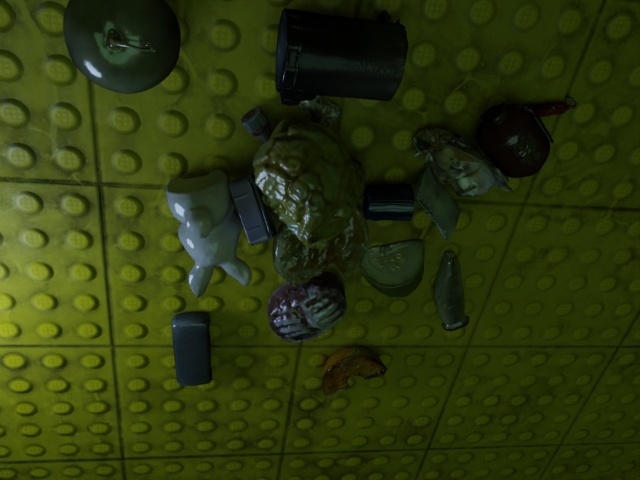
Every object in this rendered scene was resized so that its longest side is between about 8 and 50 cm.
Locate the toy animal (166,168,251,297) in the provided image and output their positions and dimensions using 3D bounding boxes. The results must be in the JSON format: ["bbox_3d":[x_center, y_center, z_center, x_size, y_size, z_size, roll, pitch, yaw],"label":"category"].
[{"bbox_3d":[-0.325,-0.012,1.766,0.196,0.241,0.367,-9,127,0],"label":"toy animal"}]

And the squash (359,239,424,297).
[{"bbox_3d":[0.245,0.109,2.091,0.237,0.155,0.203,-11,90,1],"label":"squash"}]

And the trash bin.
[{"bbox_3d":[0.048,-0.458,1.523,0.302,0.203,0.251,2,90,-12],"label":"trash bin"}]

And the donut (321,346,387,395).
[{"bbox_3d":[0.108,0.473,2.285,0.259,0.101,0.152,-21,126,7],"label":"donut"}]

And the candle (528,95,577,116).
[{"bbox_3d":[0.673,-0.391,1.779,0.162,0.048,0.053,-6,156,-3],"label":"candle"}]

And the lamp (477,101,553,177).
[{"bbox_3d":[0.567,-0.288,1.751,0.180,0.180,0.258,-39,122,18],"label":"lamp"}]

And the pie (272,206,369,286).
[{"bbox_3d":[0.000,0.000,1.890,0.338,0.075,0.337,-10,117,-20],"label":"pie"}]

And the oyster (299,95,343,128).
[{"bbox_3d":[-0.019,-0.379,1.675,0.106,0.061,0.200,-39,127,-2],"label":"oyster"}]

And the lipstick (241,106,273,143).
[{"bbox_3d":[-0.144,-0.285,1.711,0.063,0.057,0.186,-30,128,13],"label":"lipstick"}]

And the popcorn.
[{"bbox_3d":[-0.014,-0.165,1.653,0.292,0.293,0.334,-42,143,-4],"label":"popcorn"}]

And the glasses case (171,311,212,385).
[{"bbox_3d":[-0.454,0.389,2.146,0.131,0.074,0.323,0,126,-8],"label":"glasses case"}]

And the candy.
[{"bbox_3d":[-0.045,0.227,2.043,0.290,0.157,0.214,-33,120,15],"label":"candy"}]

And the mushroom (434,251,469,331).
[{"bbox_3d":[0.456,0.188,2.143,0.107,0.087,0.333,-19,123,-1],"label":"mushroom"}]

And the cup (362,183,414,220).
[{"bbox_3d":[0.204,-0.102,1.867,0.138,0.113,0.150,0,124,-7],"label":"cup"}]

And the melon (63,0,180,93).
[{"bbox_3d":[-0.444,-0.462,1.372,0.272,0.308,0.271,1,96,8],"label":"melon"}]

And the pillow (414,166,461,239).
[{"bbox_3d":[0.368,-0.114,1.889,0.051,0.128,0.229,-1,142,46],"label":"pillow"}]

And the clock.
[{"bbox_3d":[-0.193,-0.092,1.749,0.073,0.144,0.193,-18,97,3],"label":"clock"}]

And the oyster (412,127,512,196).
[{"bbox_3d":[0.426,-0.226,1.797,0.275,0.100,0.271,4,139,27],"label":"oyster"}]
